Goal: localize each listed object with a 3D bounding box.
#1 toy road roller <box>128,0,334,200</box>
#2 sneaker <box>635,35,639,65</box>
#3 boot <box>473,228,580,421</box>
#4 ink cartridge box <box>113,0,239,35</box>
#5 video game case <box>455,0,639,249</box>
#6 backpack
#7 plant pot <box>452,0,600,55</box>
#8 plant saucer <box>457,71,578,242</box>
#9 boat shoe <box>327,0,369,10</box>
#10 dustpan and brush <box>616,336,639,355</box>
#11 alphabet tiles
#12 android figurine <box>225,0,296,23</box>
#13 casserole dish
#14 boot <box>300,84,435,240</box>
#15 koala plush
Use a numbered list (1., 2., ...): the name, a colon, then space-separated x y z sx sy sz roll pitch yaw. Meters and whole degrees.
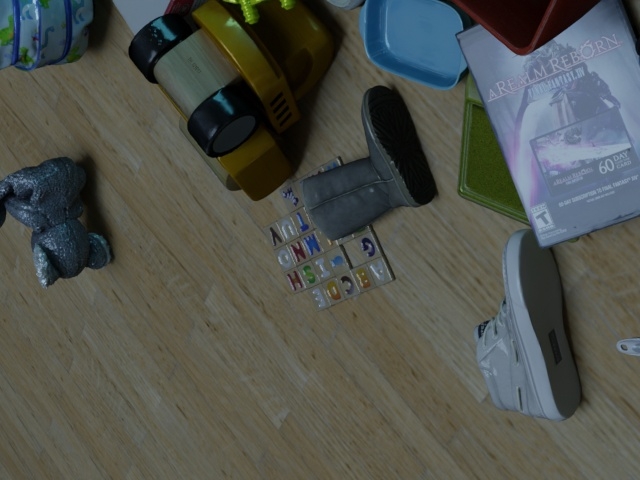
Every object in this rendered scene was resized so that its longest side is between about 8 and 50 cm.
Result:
1. toy road roller: -0.099 -0.227 1.744 0.202 0.240 0.329 51 176 18
2. sneaker: 0.428 -0.187 1.234 0.209 0.069 0.082 -1 140 40
3. boot: 0.243 0.110 1.554 0.123 0.095 0.258 -1 108 42
4. ink cartridge box: -0.190 -0.369 1.752 0.127 0.176 0.128 56 142 15
5. video game case: 0.289 -0.147 1.383 0.196 0.026 0.274 -21 93 31
6. backpack: -0.540 -0.432 2.099 0.355 0.273 0.290 32 124 20
7. plant pot: 0.232 -0.387 1.212 0.267 0.235 0.267 45 136 24
8. plant saucer: 0.238 -0.103 1.497 0.188 0.045 0.188 27 127 39
9. boat shoe: -0.047 -0.414 1.624 0.302 0.103 0.113 49 137 20
10. dustpan and brush: 0.435 0.116 1.364 0.211 0.060 0.147 -1 107 49
11. alphabet tiles: 0.000 0.000 1.852 0.237 0.009 0.198 -26 88 51
12. android figurine: -0.100 -0.418 1.555 0.248 0.056 0.273 -11 97 36
13. casserole dish: 0.127 -0.263 1.553 0.188 0.037 0.114 27 127 40
14. boot: 0.049 -0.103 1.696 0.208 0.076 0.190 -13 98 54
15. koala plush: -0.502 -0.026 2.282 0.203 0.196 0.221 -25 85 41
